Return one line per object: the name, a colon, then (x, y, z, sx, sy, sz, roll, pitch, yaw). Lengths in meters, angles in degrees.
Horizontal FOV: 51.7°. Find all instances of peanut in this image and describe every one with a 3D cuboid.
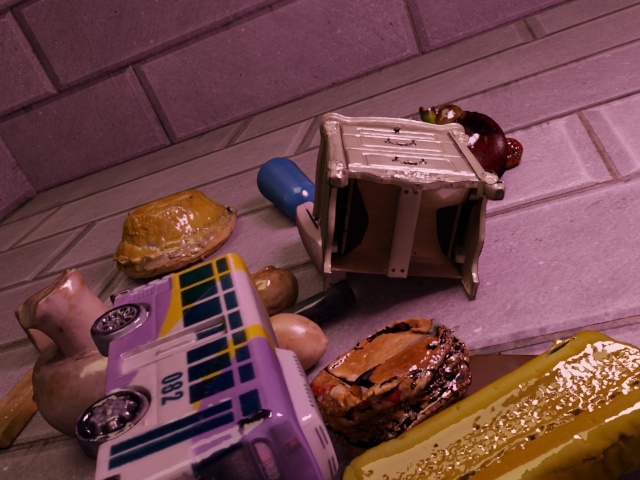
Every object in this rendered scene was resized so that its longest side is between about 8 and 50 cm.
peanut: (-0.120, 0.119, 1.301, 0.141, 0.109, 0.159, -6, -23, -48)

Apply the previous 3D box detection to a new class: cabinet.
cabinet: (0.137, -0.072, 1.196, 0.290, 0.227, 0.318, 5, 26, -4)

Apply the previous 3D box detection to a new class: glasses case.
glasses case: (0.000, 0.000, 1.439, 0.075, 0.113, 0.297, -23, 22, -4)

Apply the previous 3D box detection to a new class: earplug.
earplug: (-0.077, -0.133, 1.798, 0.132, 0.132, 0.273, -28, 27, -9)

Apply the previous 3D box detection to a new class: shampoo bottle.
shampoo bottle: (-0.045, 0.146, 1.227, 0.234, 0.049, 0.087, -27, -6, -6)

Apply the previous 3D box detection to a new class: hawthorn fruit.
hawthorn fruit: (0.432, -0.204, 1.530, 0.077, 0.077, 0.077, -20, 23, 9)

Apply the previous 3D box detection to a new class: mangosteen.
mangosteen: (0.304, -0.200, 1.457, 0.216, 0.216, 0.216, -20, 23, 9)

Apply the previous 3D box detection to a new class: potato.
potato: (-0.063, 0.180, 1.120, 0.147, 0.112, 0.112, -28, 22, 10)

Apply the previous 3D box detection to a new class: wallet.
wallet: (0.273, 0.191, 0.863, 0.198, 0.031, 0.110, -6, 28, 37)

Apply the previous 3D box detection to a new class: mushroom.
mushroom: (-0.383, 0.187, 1.168, 0.298, 0.290, 0.297, -21, 24, 10)

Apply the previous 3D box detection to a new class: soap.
soap: (-0.632, 0.343, 1.396, 0.092, 0.037, 0.252, -15, 24, 18)

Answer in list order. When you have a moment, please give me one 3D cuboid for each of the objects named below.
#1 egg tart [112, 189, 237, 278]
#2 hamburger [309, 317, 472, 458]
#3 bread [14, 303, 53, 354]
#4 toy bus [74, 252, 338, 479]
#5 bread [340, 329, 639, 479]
egg tart: (-0.422, -0.035, 1.873, 0.388, 0.169, 0.388, -18, 19, 6)
hamburger: (0.095, 0.195, 0.907, 0.231, 0.106, 0.231, -33, 8, 5)
bread: (-0.666, 0.192, 1.636, 0.141, 0.134, 0.148, -36, 12, -27)
toy bus: (-0.135, 0.209, 0.820, 0.249, 0.209, 0.440, -21, 25, -5)
bread: (0.204, 0.239, 0.713, 0.384, 0.112, 0.166, -28, 33, -7)
